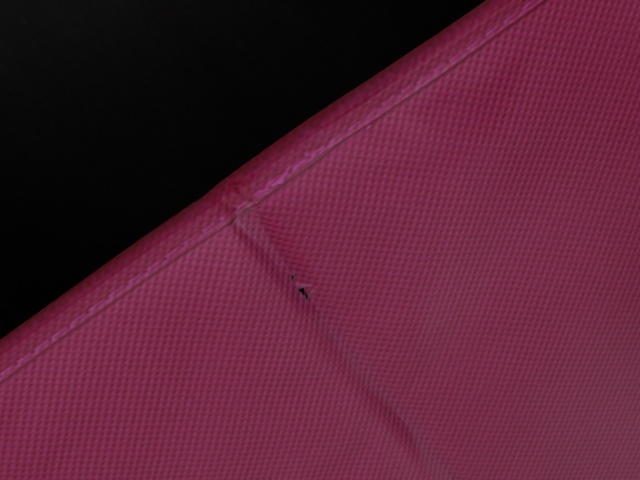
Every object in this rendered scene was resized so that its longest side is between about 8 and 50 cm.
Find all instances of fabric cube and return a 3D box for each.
[{"bbox_3d":[0.000,0.000,0.500,0.259,0.258,0.254,-35,-142,3],"label":"fabric cube"}]
